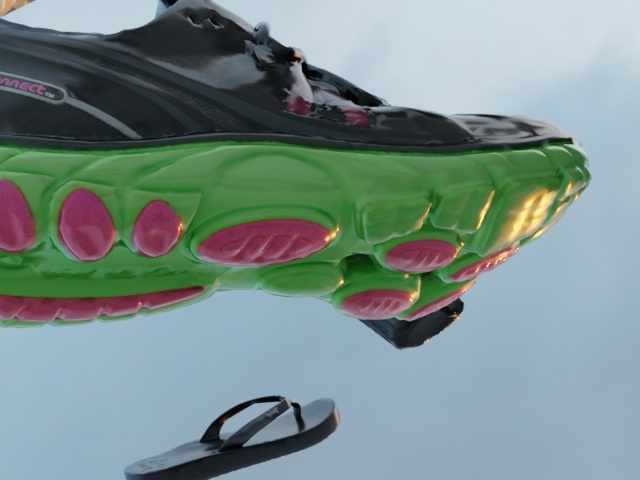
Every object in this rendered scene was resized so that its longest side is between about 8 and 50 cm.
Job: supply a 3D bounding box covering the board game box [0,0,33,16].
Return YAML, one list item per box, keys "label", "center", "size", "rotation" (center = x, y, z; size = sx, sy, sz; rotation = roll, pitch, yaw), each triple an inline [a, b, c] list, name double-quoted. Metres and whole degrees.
- label: "board game box"
  center: [-0.257, -0.283, 1.260]
  size: [0.260, 0.030, 0.136]
  rotation: [-49, -21, -57]

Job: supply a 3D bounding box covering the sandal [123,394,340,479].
- label: "sandal"
  center: [-0.085, 0.203, 1.444]
  size: [0.254, 0.097, 0.055]
  rotation: [-15, -84, -33]

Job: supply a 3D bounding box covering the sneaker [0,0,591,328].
- label: "sneaker"
  center: [-0.024, -0.065, 0.831]
  size: [0.482, 0.185, 0.202]
  rotation: [3, -123, -38]

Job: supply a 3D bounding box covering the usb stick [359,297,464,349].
- label: "usb stick"
  center: [0.000, 0.000, 1.136]
  size: [0.077, 0.278, 0.045]
  rotation: [-37, -41, -23]
